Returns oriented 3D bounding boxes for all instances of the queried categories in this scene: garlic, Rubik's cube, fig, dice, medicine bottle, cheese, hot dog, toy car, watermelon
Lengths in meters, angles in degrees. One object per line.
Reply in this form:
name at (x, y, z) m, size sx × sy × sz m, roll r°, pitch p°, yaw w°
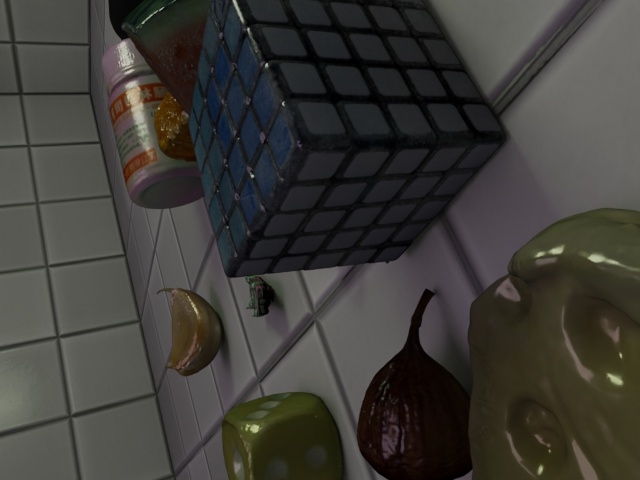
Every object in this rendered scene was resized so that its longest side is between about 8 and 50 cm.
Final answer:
garlic at (-0.354, 0.242, 1.466) m, size 0.145 × 0.164 × 0.245 m, roll 113°, pitch 148°, yaw -72°
Rubik's cube at (0.005, -0.121, 0.583) m, size 0.237 × 0.238 × 0.237 m, roll -57°, pitch 48°, yaw 50°
fig at (0.110, 0.159, 0.596) m, size 0.146 × 0.133 × 0.201 m, roll 8°, pitch 97°, yaw 52°
dice at (-0.071, 0.372, 0.947) m, size 0.166 × 0.169 × 0.169 m, roll -9°, pitch 90°, yaw 62°
medicine bottle at (-0.409, -0.292, 1.346) m, size 0.219 × 0.219 × 0.389 m, roll -43°, pitch 60°, yaw 58°
cheese at (0.221, 0.145, 0.379) m, size 0.318 × 0.115 × 0.326 m, roll 67°, pitch 149°, yaw 25°
hot dog at (-0.212, -0.256, 1.051) m, size 0.256 × 0.153 × 0.151 m, roll -34°, pitch 62°, yaw 46°
toy car at (-0.124, 0.112, 1.101) m, size 0.142 × 0.055 × 0.069 m, roll -162°, pitch 67°, yaw -75°
watermelon at (-0.109, -0.262, 0.752) m, size 0.250 × 0.282 × 0.293 m, roll -12°, pitch 99°, yaw 67°

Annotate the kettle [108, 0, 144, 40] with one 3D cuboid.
kettle at (-0.423, -0.650, 1.302) m, size 0.308 × 0.203 × 0.262 m, roll -34°, pitch 70°, yaw 64°
